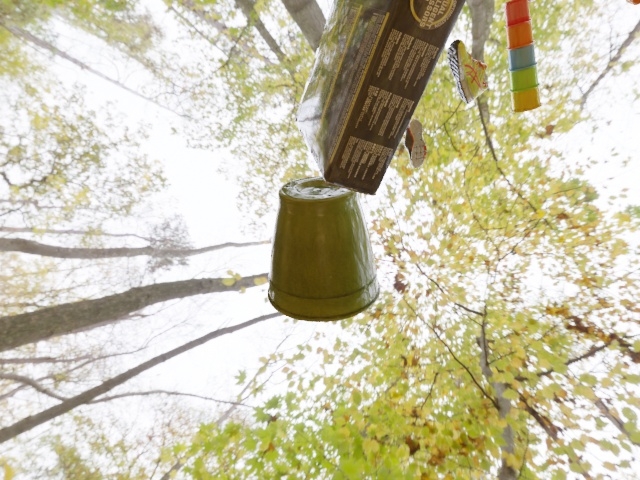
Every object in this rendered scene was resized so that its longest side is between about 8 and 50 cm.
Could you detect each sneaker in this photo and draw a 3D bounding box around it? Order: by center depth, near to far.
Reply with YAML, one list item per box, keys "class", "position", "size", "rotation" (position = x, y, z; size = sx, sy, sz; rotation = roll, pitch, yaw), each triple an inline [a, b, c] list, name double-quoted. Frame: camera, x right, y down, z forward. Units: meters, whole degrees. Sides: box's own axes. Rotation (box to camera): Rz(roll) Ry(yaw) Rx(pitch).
- class: "sneaker"
  position: [0.441, -0.512, 1.266]
  size: [0.094, 0.208, 0.081]
  rotation: [-28, -134, 13]
- class: "sneaker"
  position: [0.305, -0.314, 1.403]
  size: [0.061, 0.065, 0.158]
  rotation: [-3, -87, -27]

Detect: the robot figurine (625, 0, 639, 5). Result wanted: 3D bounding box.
- class: "robot figurine"
  position: [0.729, -0.605, 0.882]
  size: [0.158, 0.128, 0.219]
  rotation: [46, -41, 39]

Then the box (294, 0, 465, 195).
- class: "box"
  position: [0.079, -0.316, 0.672]
  size: [0.097, 0.318, 0.395]
  rotation: [13, -63, -19]

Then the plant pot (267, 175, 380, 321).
- class: "plant pot"
  position: [0.000, 0.000, 1.313]
  size: [0.366, 0.366, 0.353]
  rotation: [3, -64, 14]

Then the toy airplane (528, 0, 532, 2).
- class: "toy airplane"
  position: [0.709, -0.983, 1.347]
  size: [0.272, 0.386, 0.384]
  rotation: [9, -54, 2]

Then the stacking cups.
- class: "stacking cups"
  position: [0.603, -0.555, 1.290]
  size: [0.096, 0.096, 0.316]
  rotation: [-14, -69, 12]
